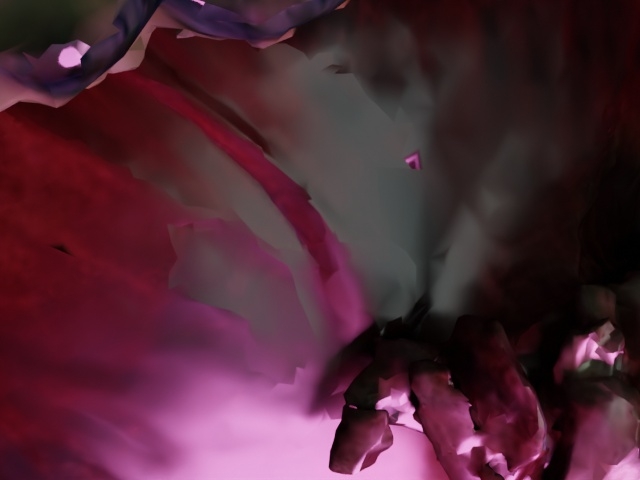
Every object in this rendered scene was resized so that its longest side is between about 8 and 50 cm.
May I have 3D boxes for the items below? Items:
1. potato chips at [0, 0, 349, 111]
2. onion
[{"bbox_3d":[-0.055,-0.225,0.386,0.358,0.070,0.429,15,72,-30],"label":"potato chips"},{"bbox_3d":[0.000,0.000,0.516,0.348,0.285,0.347,-23,127,-33],"label":"onion"}]
